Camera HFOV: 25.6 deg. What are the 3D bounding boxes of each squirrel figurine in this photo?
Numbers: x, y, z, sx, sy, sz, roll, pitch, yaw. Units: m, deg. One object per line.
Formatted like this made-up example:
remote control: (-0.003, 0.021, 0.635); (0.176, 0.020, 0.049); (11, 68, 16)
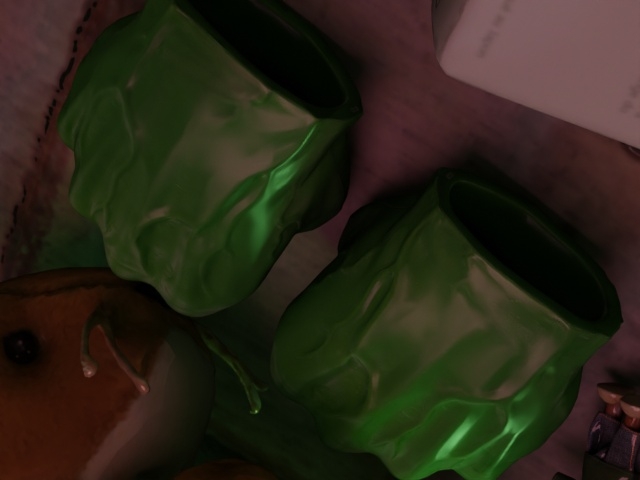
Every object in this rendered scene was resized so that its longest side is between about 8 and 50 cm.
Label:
squirrel figurine: (-0.138, 0.219, 0.710); (0.397, 0.281, 0.370); (-43, 67, 26)

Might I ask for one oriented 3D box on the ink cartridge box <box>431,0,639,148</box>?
ink cartridge box: (0.270, -0.129, 0.466); (0.385, 0.091, 0.308); (19, 131, -8)

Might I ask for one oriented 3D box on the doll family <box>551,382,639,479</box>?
doll family: (0.186, 0.146, 0.647); (0.076, 0.193, 0.111); (6, 102, -28)

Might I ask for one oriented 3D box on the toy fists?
toy fists: (0.000, 0.000, 0.661); (0.279, 0.096, 0.142); (39, 121, -1)
